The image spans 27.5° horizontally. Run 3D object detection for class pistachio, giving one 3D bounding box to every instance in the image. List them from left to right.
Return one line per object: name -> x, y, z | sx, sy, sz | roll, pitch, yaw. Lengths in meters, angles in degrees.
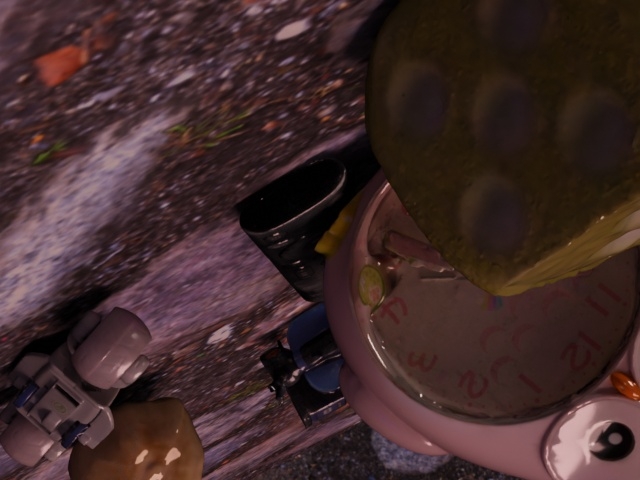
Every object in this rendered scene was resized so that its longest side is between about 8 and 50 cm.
pistachio -> -0.224, 0.262, 1.579 | 0.157, 0.157, 0.229 | -23, 177, -28

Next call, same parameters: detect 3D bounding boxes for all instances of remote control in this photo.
remote control -> 0.000, 0.000, 1.320 | 0.107, 0.044, 0.377 | -35, 166, -1

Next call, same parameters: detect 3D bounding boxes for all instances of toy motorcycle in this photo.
toy motorcycle -> -0.227, 0.132, 1.231 | 0.112, 0.112, 0.254 | -17, 161, -43
toy motorcycle -> 0.028, 0.155, 1.743 | 0.212, 0.125, 0.358 | -28, 164, -5

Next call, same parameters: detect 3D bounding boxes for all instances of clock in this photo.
clock -> 0.203, 0.065, 1.234 | 0.368, 0.376, 0.250 | -50, 171, 4

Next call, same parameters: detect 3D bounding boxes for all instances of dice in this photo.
dice -> 0.189, -0.108, 0.962 | 0.238, 0.227, 0.233 | -12, 157, -50
